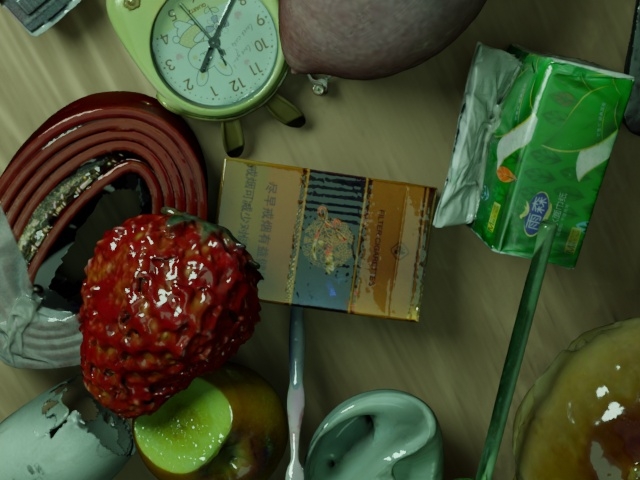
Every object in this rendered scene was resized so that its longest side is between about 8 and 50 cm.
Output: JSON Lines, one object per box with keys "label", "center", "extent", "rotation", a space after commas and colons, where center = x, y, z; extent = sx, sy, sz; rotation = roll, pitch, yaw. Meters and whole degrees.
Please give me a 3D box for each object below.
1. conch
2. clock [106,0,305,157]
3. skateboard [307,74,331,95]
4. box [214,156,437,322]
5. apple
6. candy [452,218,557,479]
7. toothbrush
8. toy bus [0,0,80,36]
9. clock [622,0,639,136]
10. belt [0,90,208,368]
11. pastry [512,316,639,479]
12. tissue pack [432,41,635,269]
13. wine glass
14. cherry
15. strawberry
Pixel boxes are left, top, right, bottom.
{"label": "conch", "center": [0.054, 0.257, 1.326], "extent": [0.185, 0.121, 0.221], "rotation": [-5, 116, -37]}
{"label": "clock", "center": [-0.108, -0.201, 1.230], "extent": [0.170, 0.069, 0.232], "rotation": [-26, 106, 3]}
{"label": "skateboard", "center": [0.015, -0.203, 1.260], "extent": [0.083, 0.032, 0.064], "rotation": [-33, 95, 8]}
{"label": "box", "center": [0.000, 0.000, 1.276], "extent": [0.237, 0.070, 0.152], "rotation": [7, 90, -8]}
{"label": "apple", "center": [-0.117, 0.208, 1.287], "extent": [0.163, 0.147, 0.146], "rotation": [20, 101, -41]}
{"label": "candy", "center": [0.191, 0.186, 1.231], "extent": [0.119, 0.119, 0.440], "rotation": [9, 111, -6]}
{"label": "toothbrush", "center": [-0.027, 0.157, 1.283], "extent": [0.021, 0.027, 0.269], "rotation": [1, 68, -3]}
{"label": "toy bus", "center": [-0.346, -0.327, 1.134], "extent": [0.092, 0.106, 0.268], "rotation": [-39, 121, 6]}
{"label": "clock", "center": [0.477, -0.239, 1.270], "extent": [0.279, 0.049, 0.273], "rotation": [3, 106, -4]}
{"label": "belt", "center": [-0.248, -0.002, 1.248], "extent": [0.227, 0.115, 0.324], "rotation": [31, 102, -12]}
{"label": "pastry", "center": [0.406, 0.278, 1.304], "extent": [0.409, 0.245, 0.409], "rotation": [-1, 104, -5]}
{"label": "tissue pack", "center": [0.211, -0.099, 1.237], "extent": [0.156, 0.148, 0.209], "rotation": [12, 104, -9]}
{"label": "wine glass", "center": [-0.359, 0.288, 1.309], "extent": [0.321, 0.143, 0.143], "rotation": [-36, 105, 5]}
{"label": "cherry", "center": [0.069, -0.261, 1.139], "extent": [0.206, 0.239, 0.239], "rotation": [14, 104, 11]}
{"label": "strawberry", "center": [-0.160, 0.092, 1.174], "extent": [0.190, 0.111, 0.236], "rotation": [25, 104, -18]}
